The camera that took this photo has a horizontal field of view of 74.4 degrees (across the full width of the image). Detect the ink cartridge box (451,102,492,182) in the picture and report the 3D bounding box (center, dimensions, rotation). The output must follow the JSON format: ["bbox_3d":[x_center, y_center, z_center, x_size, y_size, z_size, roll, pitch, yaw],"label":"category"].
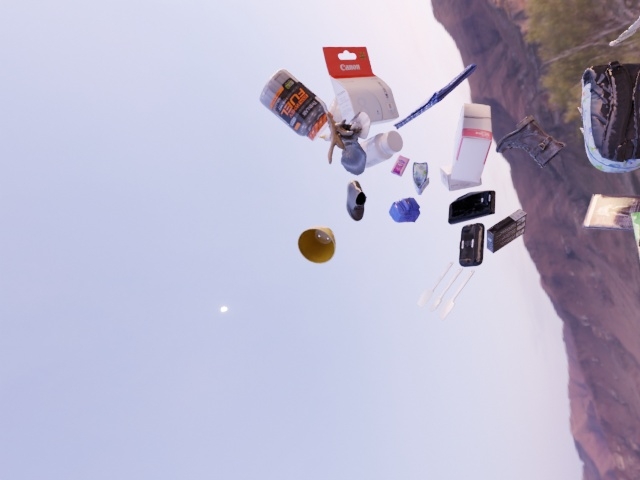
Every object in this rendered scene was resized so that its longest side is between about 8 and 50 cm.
[{"bbox_3d":[0.618,-0.404,1.729,0.207,0.117,0.283,88,-164,-45],"label":"ink cartridge box"}]

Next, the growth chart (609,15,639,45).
[{"bbox_3d":[1.094,-0.764,1.399,0.172,0.237,0.021,-29,-109,-30],"label":"growth chart"}]

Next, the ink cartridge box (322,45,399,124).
[{"bbox_3d":[0.194,-0.727,1.957,0.308,0.091,0.384,-21,-83,-38],"label":"ink cartridge box"}]

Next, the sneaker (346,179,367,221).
[{"bbox_3d":[0.170,-0.159,1.960,0.118,0.083,0.222,-112,8,-51],"label":"sneaker"}]

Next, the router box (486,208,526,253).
[{"bbox_3d":[0.802,-0.039,1.823,0.046,0.179,0.133,52,171,43],"label":"router box"}]

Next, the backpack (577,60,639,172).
[{"bbox_3d":[1.091,-0.425,1.516,0.273,0.290,0.355,49,-135,-64],"label":"backpack"}]

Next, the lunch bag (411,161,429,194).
[{"bbox_3d":[0.539,-0.333,2.278,0.129,0.096,0.151,37,-122,-72],"label":"lunch bag"}]

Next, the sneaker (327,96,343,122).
[{"bbox_3d":[0.133,-0.718,2.344,0.169,0.108,0.292,29,-120,-13],"label":"sneaker"}]

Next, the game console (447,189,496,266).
[{"bbox_3d":[0.644,-0.052,1.822,0.044,0.213,0.361,28,-117,-31],"label":"game console"}]

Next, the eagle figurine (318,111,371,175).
[{"bbox_3d":[0.104,-0.401,1.664,0.225,0.226,0.298,41,-165,21],"label":"eagle figurine"}]

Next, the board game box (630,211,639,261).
[{"bbox_3d":[0.867,-0.002,1.049,0.030,0.136,0.259,58,-138,-22],"label":"board game box"}]

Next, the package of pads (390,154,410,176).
[{"bbox_3d":[0.333,-0.313,1.762,0.083,0.050,0.032,-63,-17,-2],"label":"package of pads"}]

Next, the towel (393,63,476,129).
[{"bbox_3d":[0.451,-0.576,1.701,0.243,0.336,0.040,-42,-81,-16],"label":"towel"}]

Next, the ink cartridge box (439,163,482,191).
[{"bbox_3d":[0.684,-0.318,2.070,0.212,0.154,0.093,-77,-26,-68],"label":"ink cartridge box"}]

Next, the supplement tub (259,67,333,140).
[{"bbox_3d":[-0.115,-0.658,2.073,0.338,0.207,0.207,39,-143,-2],"label":"supplement tub"}]

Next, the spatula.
[{"bbox_3d":[0.518,0.198,1.751,0.019,0.168,0.242,37,-93,-30],"label":"spatula"}]

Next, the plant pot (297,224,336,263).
[{"bbox_3d":[0.000,0.000,1.453,0.134,0.134,0.095,66,-153,-17],"label":"plant pot"}]

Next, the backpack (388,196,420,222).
[{"bbox_3d":[0.363,-0.136,1.842,0.120,0.101,0.098,-9,-132,-23],"label":"backpack"}]

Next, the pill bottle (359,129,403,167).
[{"bbox_3d":[0.275,-0.434,1.995,0.131,0.229,0.131,6,-101,-32],"label":"pill bottle"}]

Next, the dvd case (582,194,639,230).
[{"bbox_3d":[1.201,-0.113,1.698,0.018,0.221,0.164,42,-111,-37],"label":"dvd case"}]

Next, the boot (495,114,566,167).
[{"bbox_3d":[0.971,-0.428,1.969,0.091,0.263,0.229,-28,-105,-31],"label":"boot"}]
